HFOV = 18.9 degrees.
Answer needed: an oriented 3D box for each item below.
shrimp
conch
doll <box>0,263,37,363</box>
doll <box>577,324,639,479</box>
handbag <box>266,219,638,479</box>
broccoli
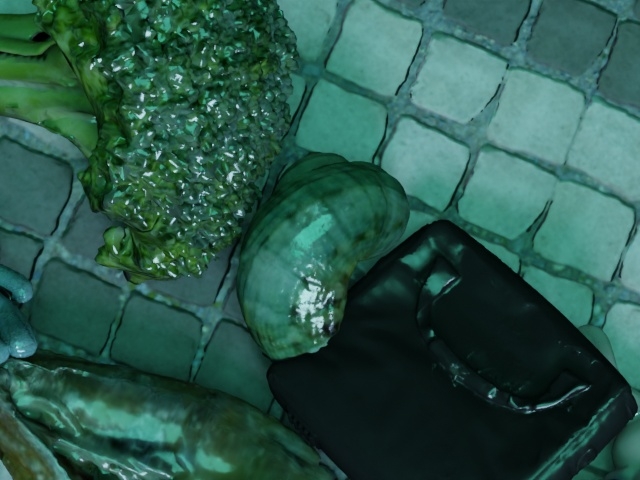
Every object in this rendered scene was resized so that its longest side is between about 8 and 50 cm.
[{"bbox_3d":[-0.198,0.199,1.697,0.446,0.110,0.221,20,55,-1],"label":"shrimp"},{"bbox_3d":[-0.003,0.000,1.728,0.122,0.176,0.188,35,45,1],"label":"conch"},{"bbox_3d":[-0.311,0.031,1.695,0.120,0.075,0.180,-16,44,-29],"label":"doll"},{"bbox_3d":[0.291,0.230,1.741,0.242,0.159,0.311,-33,88,-6],"label":"doll"},{"bbox_3d":[0.117,0.137,1.719,0.244,0.088,0.275,-43,60,-9],"label":"handbag"},{"bbox_3d":[-0.147,-0.149,1.698,0.249,0.302,0.375,-24,118,-27],"label":"broccoli"}]
